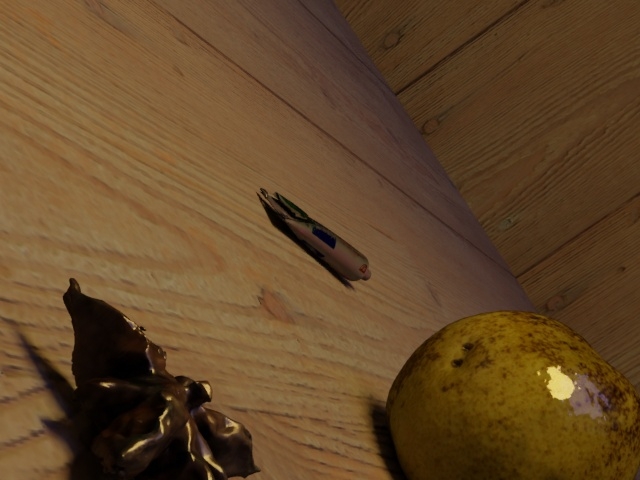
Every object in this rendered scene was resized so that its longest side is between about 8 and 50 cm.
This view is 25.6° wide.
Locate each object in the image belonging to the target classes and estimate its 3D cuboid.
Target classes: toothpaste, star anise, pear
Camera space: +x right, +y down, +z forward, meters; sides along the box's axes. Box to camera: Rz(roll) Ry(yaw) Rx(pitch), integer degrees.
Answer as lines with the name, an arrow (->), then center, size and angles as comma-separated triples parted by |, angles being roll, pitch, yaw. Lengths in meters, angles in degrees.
toothpaste -> 0.000, 0.000, 1.302 | 0.170, 0.028, 0.045 | 37, 14, -49
star anise -> -0.067, 0.085, 0.646 | 0.129, 0.056, 0.124 | 45, 14, -44
pear -> 0.156, 0.148, 1.106 | 0.197, 0.197, 0.197 | 52, 11, -14
